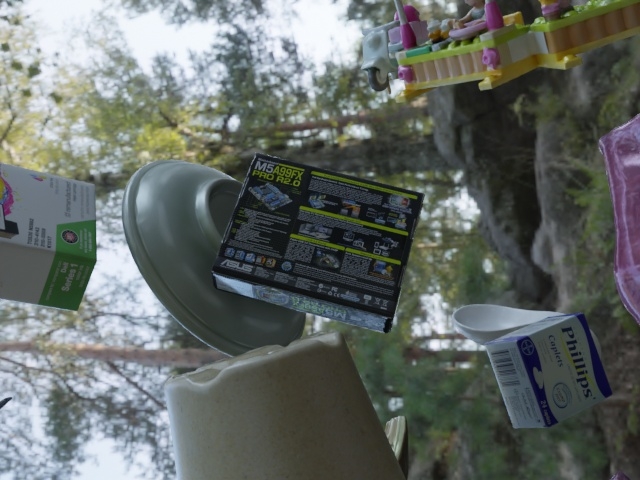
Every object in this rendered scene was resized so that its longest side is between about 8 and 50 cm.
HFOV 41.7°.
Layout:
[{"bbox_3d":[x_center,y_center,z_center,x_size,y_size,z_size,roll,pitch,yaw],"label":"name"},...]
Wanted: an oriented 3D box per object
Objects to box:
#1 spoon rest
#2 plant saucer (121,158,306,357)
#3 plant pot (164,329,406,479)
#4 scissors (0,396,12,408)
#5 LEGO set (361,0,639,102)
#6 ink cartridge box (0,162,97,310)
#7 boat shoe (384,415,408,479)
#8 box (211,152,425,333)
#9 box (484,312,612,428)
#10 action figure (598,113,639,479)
[{"bbox_3d":[0.376,0.162,1.537,0.137,0.276,0.084,-27,-53,-57],"label":"spoon rest"},{"bbox_3d":[-0.145,0.007,1.417,0.400,0.100,0.401,37,-149,-27],"label":"plant saucer"},{"bbox_3d":[-0.039,0.279,0.986,0.333,0.333,0.306,-11,-96,-60],"label":"plant pot"},{"bbox_3d":[-0.564,0.317,1.234,0.297,0.109,0.021,-25,-59,-43],"label":"scissors"},{"bbox_3d":[0.140,-0.170,0.546,0.132,0.286,0.107,-39,-65,-52],"label":"LEGO set"},{"bbox_3d":[-0.496,-0.019,1.290,0.278,0.117,0.201,13,-145,-26],"label":"ink cartridge box"},{"bbox_3d":[0.104,0.423,1.510,0.285,0.089,0.105,-64,-29,-56],"label":"boat shoe"},{"bbox_3d":[0.000,0.000,1.241,0.060,0.269,0.216,93,-168,-61],"label":"box"},{"bbox_3d":[0.318,0.180,1.171,0.137,0.072,0.126,-17,-94,-31],"label":"box"},{"bbox_3d":[0.213,0.097,0.380,0.275,0.248,0.370,25,-110,-23],"label":"action figure"}]
